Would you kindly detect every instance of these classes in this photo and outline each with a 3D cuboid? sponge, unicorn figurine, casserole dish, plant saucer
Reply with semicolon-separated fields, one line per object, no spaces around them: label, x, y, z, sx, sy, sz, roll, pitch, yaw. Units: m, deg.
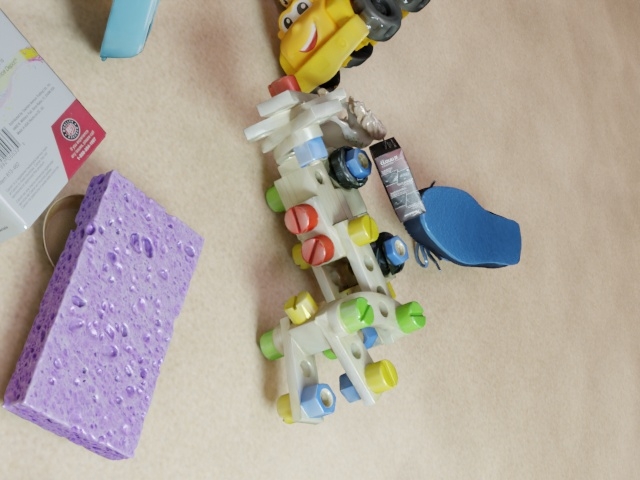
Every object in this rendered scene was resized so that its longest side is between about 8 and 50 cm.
sponge;-0.168;0.060;0.781;0.117;0.031;0.210;42;50;-40
unicorn figurine;0.016;-0.126;1.078;0.111;0.162;0.060;27;90;-33
casserole dish;-0.152;-0.241;0.847;0.037;0.188;0.114;18;28;-11
plant saucer;-0.199;0.003;0.803;0.083;0.015;0.083;25;56;-44

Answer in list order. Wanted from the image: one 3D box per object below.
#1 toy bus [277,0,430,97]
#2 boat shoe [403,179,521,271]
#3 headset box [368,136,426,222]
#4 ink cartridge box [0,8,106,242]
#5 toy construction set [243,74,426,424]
toy bus;0.001;-0.299;1.109;0.211;0.149;0.220;48;43;-8
boat shoe;0.167;-0.001;1.226;0.258;0.089;0.109;26;68;-50
headset box;0.079;-0.068;1.015;0.062;0.032;0.083;-102;170;-73
ink cartridge box;-0.264;-0.100;0.717;0.175;0.072;0.127;52;40;-23
toy construction set;0.000;0.000;0.964;0.215;0.151;0.328;-22;103;-56
